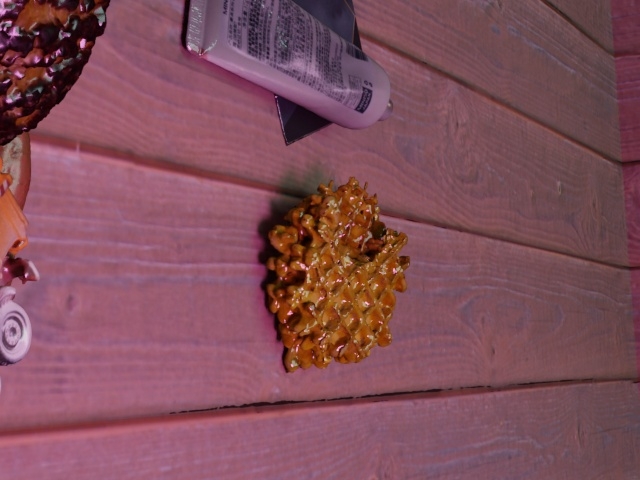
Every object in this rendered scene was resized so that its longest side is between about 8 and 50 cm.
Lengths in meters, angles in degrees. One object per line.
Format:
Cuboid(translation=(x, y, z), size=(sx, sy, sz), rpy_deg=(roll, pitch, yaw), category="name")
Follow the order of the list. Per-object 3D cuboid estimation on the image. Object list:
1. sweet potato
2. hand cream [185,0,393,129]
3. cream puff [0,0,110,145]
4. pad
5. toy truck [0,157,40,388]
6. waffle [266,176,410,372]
Cuboid(translation=(-0.240, 0.011, 0.899), size=(0.050, 0.050, 0.214), rpy_deg=(26, 69, -59), category="sweet potato")
Cuboid(translation=(-0.027, -0.192, 1.335), size=(0.341, 0.078, 0.124), rpy_deg=(23, 65, -50), category="hand cream")
Cuboid(translation=(-0.235, -0.151, 0.719), size=(0.239, 0.239, 0.165), rpy_deg=(63, -4, -35), category="cream puff")
Cuboid(translation=(-0.002, -0.212, 1.442), size=(0.243, 0.004, 0.163), rpy_deg=(-34, 114, -59), category="pad")
Cuboid(translation=(-0.269, 0.072, 0.757), size=(0.270, 0.114, 0.135), rpy_deg=(-67, 144, -44), category="toy truck")
Cuboid(translation=(0.021, 0.034, 1.327), size=(0.193, 0.070, 0.197), rpy_deg=(-18, 109, -49), category="waffle")
